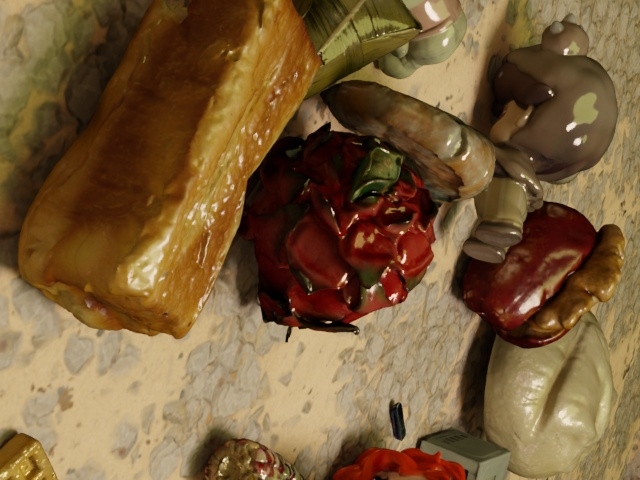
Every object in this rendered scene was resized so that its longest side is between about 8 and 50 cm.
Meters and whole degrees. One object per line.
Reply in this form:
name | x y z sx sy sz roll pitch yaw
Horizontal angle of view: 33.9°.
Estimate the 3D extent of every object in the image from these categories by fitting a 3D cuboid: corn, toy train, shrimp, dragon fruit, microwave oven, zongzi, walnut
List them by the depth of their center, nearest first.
zongzi | -0.018 -0.269 1.144 0.205 0.094 0.204 -33 106 -24
dragon fruit | 0.000 0.000 1.179 0.293 0.233 0.234 -42 168 35
shrimp | 0.118 -0.111 1.320 0.110 0.221 0.446 -64 167 -1
corn | -0.063 0.320 1.340 0.092 0.092 0.280 -64 153 -14
toy train | 0.124 0.287 1.682 0.017 0.017 0.083 -50 143 -38
walnut | 0.382 0.066 1.767 0.269 0.244 0.221 -52 140 -25
microwave oven | 0.228 0.451 1.827 0.162 0.122 0.208 3 102 -59

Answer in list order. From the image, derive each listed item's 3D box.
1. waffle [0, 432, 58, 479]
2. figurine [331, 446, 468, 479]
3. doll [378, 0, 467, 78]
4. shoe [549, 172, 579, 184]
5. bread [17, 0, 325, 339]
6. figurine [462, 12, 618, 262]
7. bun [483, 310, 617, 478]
waffle | -0.286 0.284 1.005 0.125 0.032 0.191 -48 140 -38
figurine | 0.136 0.421 1.438 0.412 0.306 0.241 31 81 -80
doll | 0.114 -0.320 1.276 0.155 0.113 0.275 -51 144 -28
shoe | 0.427 -0.211 1.858 0.112 0.099 0.227 2 104 -51
bread | -0.136 -0.082 0.962 0.344 0.149 0.195 -65 160 -15
figurine | 0.332 -0.147 1.626 0.380 0.203 0.248 -61 151 -18
bun | 0.434 0.269 1.944 0.365 0.219 0.365 9 90 -68
